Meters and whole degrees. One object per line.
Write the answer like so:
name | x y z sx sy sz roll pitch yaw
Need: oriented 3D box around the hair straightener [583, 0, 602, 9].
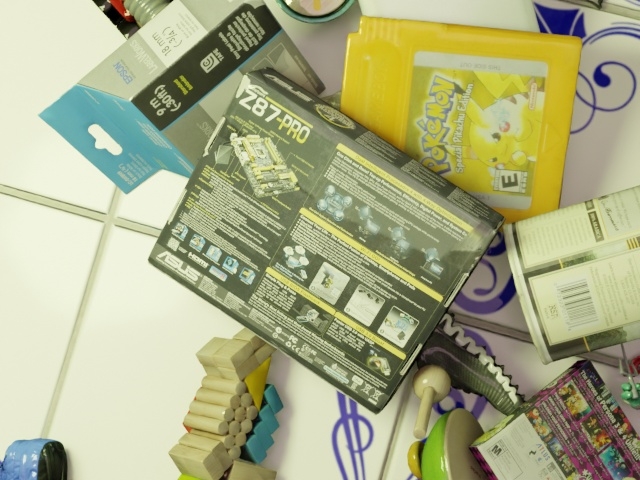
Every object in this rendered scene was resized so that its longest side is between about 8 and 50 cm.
hair straightener | 0.350 -0.438 1.747 0.089 0.047 0.230 -26 87 3

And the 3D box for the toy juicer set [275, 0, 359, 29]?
toy juicer set | 0.010 -0.416 1.750 0.329 0.089 0.209 29 88 8

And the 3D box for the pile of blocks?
pile of blocks | -0.145 0.296 1.702 0.112 0.149 0.362 3 71 49

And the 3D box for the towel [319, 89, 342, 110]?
towel | 0.051 -0.153 1.751 0.110 0.027 0.148 -18 83 4

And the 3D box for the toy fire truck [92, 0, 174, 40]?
toy fire truck | -0.235 -0.353 1.688 0.158 0.246 0.217 -41 82 1

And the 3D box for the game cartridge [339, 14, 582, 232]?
game cartridge | 0.185 -0.158 1.659 0.324 0.052 0.285 5 103 -2

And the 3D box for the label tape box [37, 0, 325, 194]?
label tape box | -0.185 -0.195 1.664 0.334 0.240 0.106 -40 54 1

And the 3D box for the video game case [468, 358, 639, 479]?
video game case | 0.346 0.315 1.617 0.210 0.042 0.232 -35 93 -18

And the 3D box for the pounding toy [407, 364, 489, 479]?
pounding toy | 0.151 0.307 1.614 0.110 0.183 0.237 -18 111 25

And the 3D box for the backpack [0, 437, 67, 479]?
backpack | -0.423 0.345 1.714 0.101 0.098 0.120 3 86 10

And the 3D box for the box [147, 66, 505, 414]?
box | 0.000 0.000 1.614 0.395 0.097 0.318 32 113 8

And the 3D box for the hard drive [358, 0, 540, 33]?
hard drive | 0.195 -0.271 1.683 0.233 0.047 0.353 -16 103 4

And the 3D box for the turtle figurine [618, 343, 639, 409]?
turtle figurine | 0.507 0.214 1.625 0.175 0.118 0.234 -24 75 6

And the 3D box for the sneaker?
sneaker | 0.191 0.181 1.683 0.106 0.078 0.234 -44 79 4

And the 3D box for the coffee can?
coffee can | 0.403 0.034 1.576 0.275 0.201 0.201 -16 83 13
